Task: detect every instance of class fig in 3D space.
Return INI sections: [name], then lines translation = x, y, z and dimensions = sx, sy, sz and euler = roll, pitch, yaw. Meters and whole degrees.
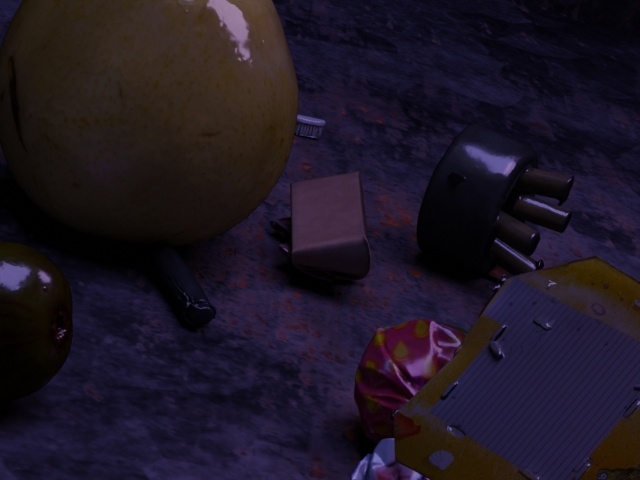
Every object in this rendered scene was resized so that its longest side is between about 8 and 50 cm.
[fig]
translation = -0.302, 0.051, 1.463
dimensions = 0.236, 0.124, 0.124
euler = 12, 15, 27

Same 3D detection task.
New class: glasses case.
[glasses case]
translation = 0.000, 0.000, 1.931
dimensions = 0.102, 0.070, 0.193
euler = -10, 23, 2

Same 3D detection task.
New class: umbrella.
[umbrella]
translation = -0.128, 0.041, 1.735
dimensions = 0.036, 0.031, 0.133
euler = 7, 24, -26

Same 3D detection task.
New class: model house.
[model house]
translation = 0.189, 0.144, 1.288
dimensions = 0.219, 0.207, 0.136
euler = 27, -22, 38

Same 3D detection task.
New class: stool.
[stool]
translation = 0.202, -0.041, 2.063
dimensions = 0.139, 0.153, 0.228
euler = 25, 21, 18

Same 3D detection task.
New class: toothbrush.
[toothbrush]
translation = -0.127, -0.163, 2.298
dimensions = 0.276, 0.025, 0.019
euler = 11, 16, -15

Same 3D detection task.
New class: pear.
[pear]
translation = -0.166, -0.149, 1.827
dimensions = 0.309, 0.309, 0.309
euler = 16, 20, -6

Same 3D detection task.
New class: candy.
[candy]
translation = 0.073, 0.184, 1.467
dimensions = 0.124, 0.124, 0.365
euler = 18, 31, -3
